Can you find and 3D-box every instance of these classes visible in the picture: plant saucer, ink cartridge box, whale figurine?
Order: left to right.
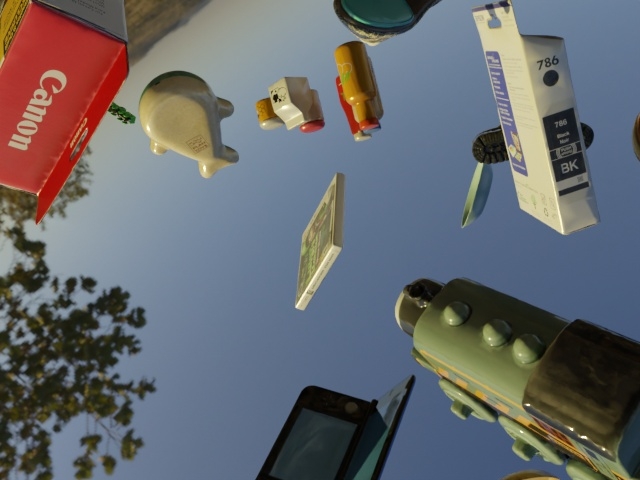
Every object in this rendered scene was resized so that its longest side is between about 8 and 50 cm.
[{"bbox_3d":[-0.397,-0.222,0.893,0.309,0.130,0.271,-47,-136,30],"label":"ink cartridge box"},{"bbox_3d":[-0.297,-0.270,1.467,0.216,0.272,0.141,-29,-135,8],"label":"whale figurine"},{"bbox_3d":[0.394,-0.120,1.581,0.038,0.194,0.195,15,-142,7],"label":"plant saucer"},{"bbox_3d":[0.218,0.266,0.686,0.083,0.083,0.015,-29,-136,19],"label":"plant saucer"},{"bbox_3d":[0.309,-0.186,0.921,0.065,0.332,0.165,-20,-162,2],"label":"ink cartridge box"}]

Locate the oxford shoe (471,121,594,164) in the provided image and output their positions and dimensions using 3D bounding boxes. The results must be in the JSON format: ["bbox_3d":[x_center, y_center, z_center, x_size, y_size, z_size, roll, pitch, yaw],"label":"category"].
[{"bbox_3d":[0.411,-0.204,1.248,0.227,0.082,0.096,-1,-157,10],"label":"oxford shoe"}]

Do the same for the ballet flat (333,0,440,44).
[{"bbox_3d":[0.186,-0.592,1.616,0.483,0.164,0.182,-38,179,-32],"label":"ballet flat"}]

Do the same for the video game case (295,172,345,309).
[{"bbox_3d":[0.000,0.000,1.127,0.190,0.022,0.173,-86,-161,-46],"label":"video game case"}]

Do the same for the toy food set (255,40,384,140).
[{"bbox_3d":[0.009,-0.174,0.868,0.111,0.104,0.232,-11,177,-41],"label":"toy food set"}]

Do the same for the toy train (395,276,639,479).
[{"bbox_3d":[0.214,0.133,0.626,0.142,0.190,0.334,-49,-144,-10],"label":"toy train"}]

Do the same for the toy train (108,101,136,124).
[{"bbox_3d":[-0.327,-0.209,1.021,0.024,0.083,0.017,-17,136,-51],"label":"toy train"}]

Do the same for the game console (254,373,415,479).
[{"bbox_3d":[0.022,0.375,1.204,0.250,0.173,0.293,12,-137,20],"label":"game console"}]

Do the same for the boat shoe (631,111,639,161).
[{"bbox_3d":[0.659,-0.148,1.133,0.116,0.123,0.324,105,-12,-48],"label":"boat shoe"}]
